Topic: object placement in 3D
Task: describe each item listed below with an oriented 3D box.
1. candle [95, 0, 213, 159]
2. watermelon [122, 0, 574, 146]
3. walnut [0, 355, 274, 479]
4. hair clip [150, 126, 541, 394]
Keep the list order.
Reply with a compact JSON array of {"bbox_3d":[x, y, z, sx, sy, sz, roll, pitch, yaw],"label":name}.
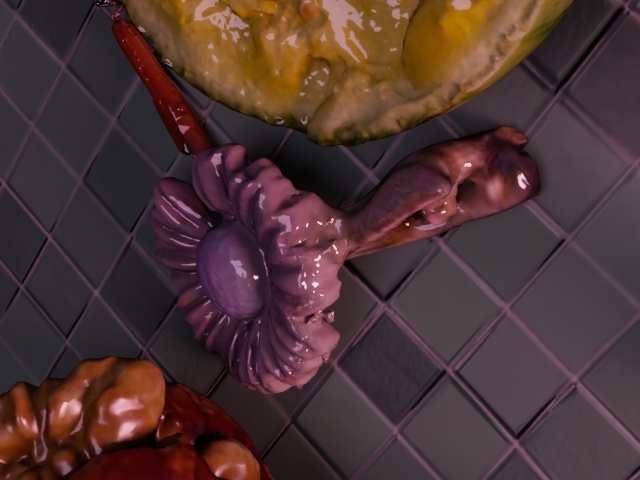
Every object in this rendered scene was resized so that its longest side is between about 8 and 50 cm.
[{"bbox_3d":[-0.122,-0.121,0.860,0.026,0.021,0.167,-39,79,34],"label":"candle"},{"bbox_3d":[0.028,-0.219,0.634,0.331,0.189,0.331,23,123,42],"label":"watermelon"},{"bbox_3d":[-0.162,0.208,0.827,0.269,0.244,0.222,-41,32,14],"label":"walnut"},{"bbox_3d":[-0.003,0.001,0.778,0.300,0.069,0.173,-24,88,37],"label":"hair clip"}]
